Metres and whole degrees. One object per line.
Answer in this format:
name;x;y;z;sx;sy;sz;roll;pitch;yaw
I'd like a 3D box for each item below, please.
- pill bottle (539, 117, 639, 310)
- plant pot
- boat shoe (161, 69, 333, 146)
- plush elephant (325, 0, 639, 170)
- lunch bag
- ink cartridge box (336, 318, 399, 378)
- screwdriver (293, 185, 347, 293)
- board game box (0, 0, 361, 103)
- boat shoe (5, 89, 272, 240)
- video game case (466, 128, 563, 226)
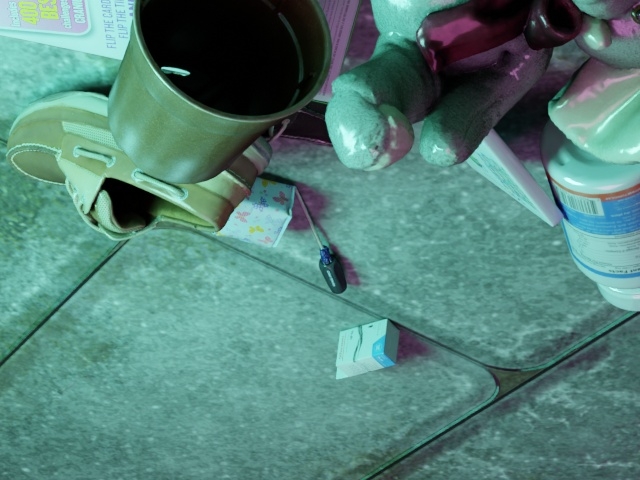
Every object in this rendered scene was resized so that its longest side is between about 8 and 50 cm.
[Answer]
pill bottle;0.288;-0.032;1.585;0.124;0.124;0.221;-5;143;18
plant pot;-0.096;-0.136;1.391;0.167;0.167;0.165;19;151;-14
boat shoe;-0.059;-0.125;1.573;0.219;0.070;0.078;20;143;-16
plush elephant;0.170;-0.192;1.270;0.255;0.272;0.330;-1;-179;28
lunch bag;-0.071;-0.028;1.722;0.071;0.053;0.083;14;142;-10
ink cartridge box;0.047;0.125;1.911;0.083;0.048;0.028;-18;136;31
screwdriver;0.000;0.000;1.775;0.025;0.024;0.170;24;151;31
board game box;-0.118;-0.245;1.426;0.316;0.064;0.242;12;144;-4
boat shoe;-0.194;-0.066;1.586;0.324;0.116;0.123;3;155;43
video game case;0.145;-0.089;1.541;0.019;0.143;0.157;-46;129;-1
